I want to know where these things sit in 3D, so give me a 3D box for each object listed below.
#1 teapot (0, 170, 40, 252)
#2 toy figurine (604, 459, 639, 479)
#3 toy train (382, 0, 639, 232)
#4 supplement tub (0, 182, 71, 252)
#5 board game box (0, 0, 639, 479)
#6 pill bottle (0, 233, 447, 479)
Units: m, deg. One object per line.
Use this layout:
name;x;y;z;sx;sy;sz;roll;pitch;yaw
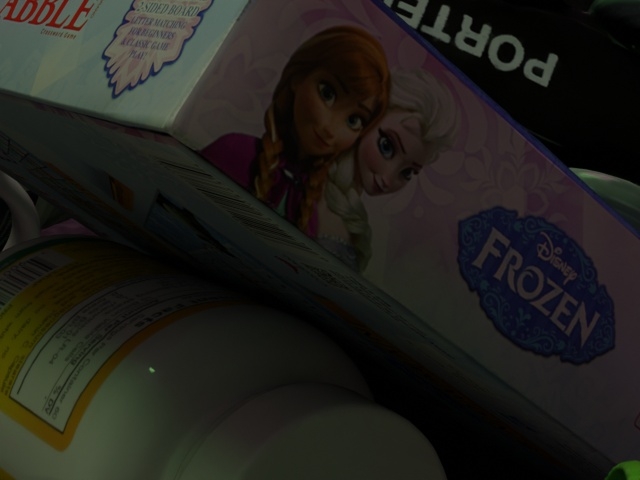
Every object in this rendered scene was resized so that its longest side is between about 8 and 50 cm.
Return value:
teapot;-0.288;-0.003;0.772;0.256;0.187;0.252;25;32;-4
toy figurine;0.125;0.133;0.349;0.159;0.130;0.173;15;-11;5
toy train;0.050;-0.071;0.741;0.333;0.142;0.190;23;-17;-3
supplement tub;-0.285;-0.069;1.019;0.191;0.191;0.272;8;15;34
board game box;0.000;0.000;0.584;0.318;0.066;0.318;37;-11;-34
pill bottle;-0.051;0.071;0.542;0.117;0.118;0.208;-8;14;-32
